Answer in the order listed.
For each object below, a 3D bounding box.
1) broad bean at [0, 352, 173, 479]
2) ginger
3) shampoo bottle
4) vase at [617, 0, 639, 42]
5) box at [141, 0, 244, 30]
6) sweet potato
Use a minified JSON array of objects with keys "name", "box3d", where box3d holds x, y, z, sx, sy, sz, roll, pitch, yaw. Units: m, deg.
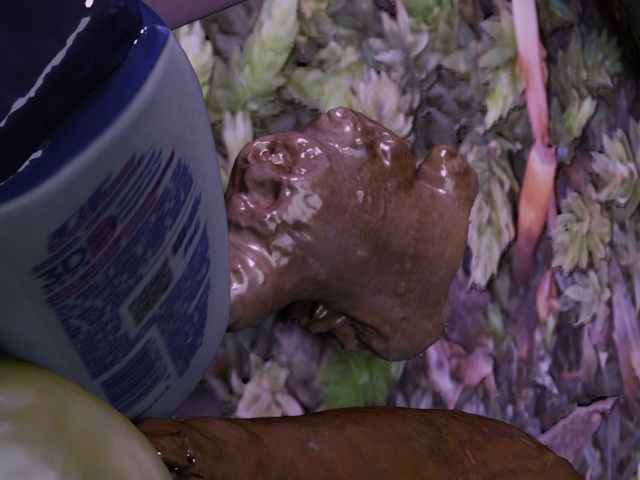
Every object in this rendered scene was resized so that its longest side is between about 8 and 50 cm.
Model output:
[{"name":"broad bean","box3d":[-0.194,0.138,0.731,0.291,0.119,0.238,6,121,-26]},{"name":"ginger","box3d":[0.001,-0.005,0.999,0.213,0.074,0.137,5,87,-38]},{"name":"shampoo bottle","box3d":[-0.096,-0.014,0.743,0.134,0.078,0.359,-49,164,-14]},{"name":"vase","box3d":[0.204,-0.191,1.191,0.086,0.086,0.214,-56,130,-29]},{"name":"box","box3d":[-0.148,-0.158,0.792,0.252,0.153,0.188,-32,111,-39]},{"name":"sweet potato","box3d":[0.020,0.143,0.970,0.422,0.130,0.130,18,78,-48]}]
